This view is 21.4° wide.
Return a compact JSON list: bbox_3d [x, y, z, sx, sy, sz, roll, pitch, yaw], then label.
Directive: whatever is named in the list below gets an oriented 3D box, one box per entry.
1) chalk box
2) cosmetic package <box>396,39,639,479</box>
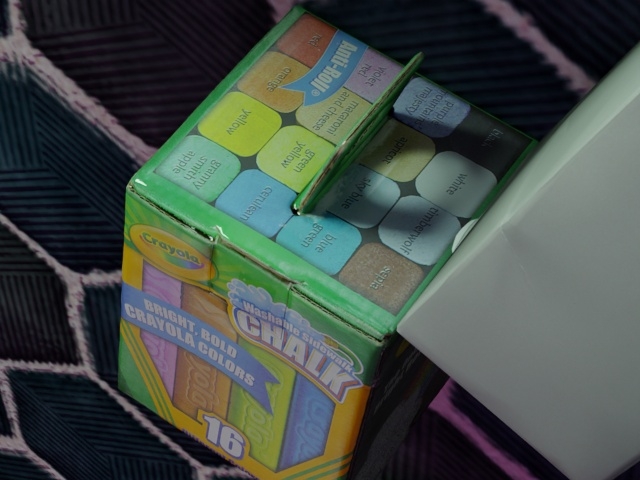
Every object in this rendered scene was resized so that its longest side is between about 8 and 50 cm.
[{"bbox_3d":[0.000,0.000,0.743,0.132,0.132,0.213,31,145,15],"label":"chalk box"},{"bbox_3d":[0.138,-0.028,0.553,0.107,0.127,0.238,39,141,2],"label":"cosmetic package"}]
